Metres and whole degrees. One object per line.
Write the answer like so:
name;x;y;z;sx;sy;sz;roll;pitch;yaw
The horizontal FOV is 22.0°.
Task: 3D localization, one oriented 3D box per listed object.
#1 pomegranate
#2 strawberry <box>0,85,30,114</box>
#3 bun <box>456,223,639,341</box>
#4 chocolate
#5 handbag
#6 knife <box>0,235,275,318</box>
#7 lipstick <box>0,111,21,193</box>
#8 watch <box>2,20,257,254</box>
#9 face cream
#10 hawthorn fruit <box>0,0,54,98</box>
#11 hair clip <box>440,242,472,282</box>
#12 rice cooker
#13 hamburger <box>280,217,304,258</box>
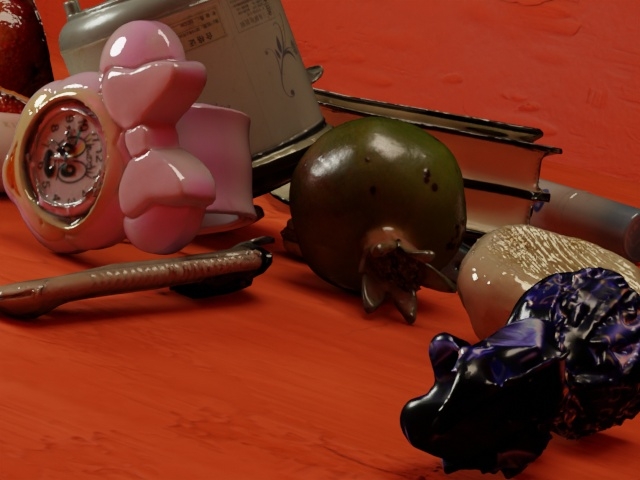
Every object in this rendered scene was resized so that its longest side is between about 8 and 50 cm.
pomegranate;0.060;-0.016;1.585;0.181;0.181;0.224;10;29;-12
strawberry;-0.372;-0.151;2.083;0.187;0.082;0.146;17;13;-12
bun;0.205;0.063;1.458;0.183;0.102;0.183;13;27;-7
chocolate;0.140;0.102;1.129;0.148;0.126;0.343;-26;-5;24
handbag;0.112;-0.101;2.175;0.358;0.160;0.237;10;2;-12
knife;-0.147;0.036;1.364;0.089;0.043;0.365;-21;-6;29
lipstick;-0.392;-0.093;1.667;0.087;0.087;0.327;19;11;37
watch;-0.148;-0.079;1.529;0.248;0.211;0.217;-11;-9;36
face cream;0.366;-0.034;2.343;0.077;0.077;0.250;5;11;-39
hawthorn fruit;-0.491;-0.264;2.287;0.251;0.189;0.189;9;9;2
hair clip;0.173;0.037;1.753;0.083;0.048;0.275;12;9;-30
rice cooker;-0.131;-0.153;1.777;0.316;0.317;0.264;5;-8;-38
hamburger;0.000;0.000;1.753;0.083;0.044;0.076;3;15;-37
